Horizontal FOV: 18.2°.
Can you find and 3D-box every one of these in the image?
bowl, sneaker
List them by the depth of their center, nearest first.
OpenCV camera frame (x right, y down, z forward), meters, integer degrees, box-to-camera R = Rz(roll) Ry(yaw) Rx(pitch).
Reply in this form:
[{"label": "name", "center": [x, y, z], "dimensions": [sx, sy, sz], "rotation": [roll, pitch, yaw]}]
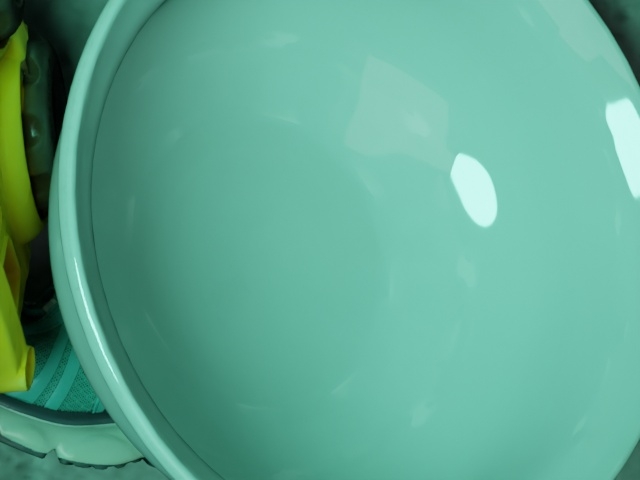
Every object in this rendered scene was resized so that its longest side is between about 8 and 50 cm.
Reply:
[{"label": "bowl", "center": [0.000, 0.000, 0.858], "dimensions": [0.298, 0.134, 0.298], "rotation": [6, 78, -31]}, {"label": "sneaker", "center": [-0.086, 0.044, 0.943], "dimensions": [0.275, 0.107, 0.110], "rotation": [8, 102, -24]}]

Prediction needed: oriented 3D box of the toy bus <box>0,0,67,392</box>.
[{"label": "toy bus", "center": [-0.182, -0.019, 0.768], "dimensions": [0.149, 0.211, 0.220], "rotation": [-5, 142, 1]}]
